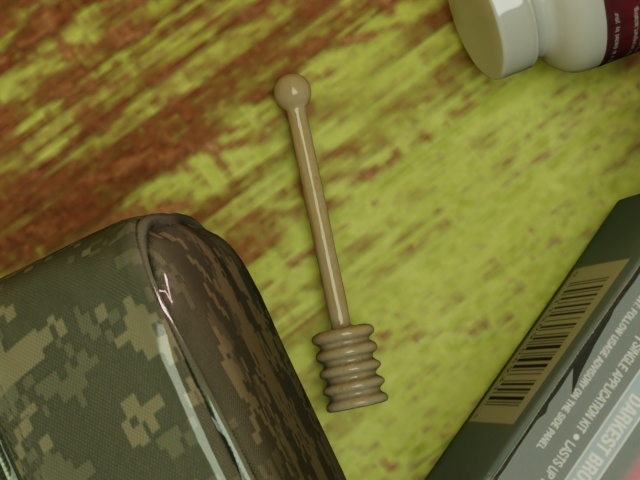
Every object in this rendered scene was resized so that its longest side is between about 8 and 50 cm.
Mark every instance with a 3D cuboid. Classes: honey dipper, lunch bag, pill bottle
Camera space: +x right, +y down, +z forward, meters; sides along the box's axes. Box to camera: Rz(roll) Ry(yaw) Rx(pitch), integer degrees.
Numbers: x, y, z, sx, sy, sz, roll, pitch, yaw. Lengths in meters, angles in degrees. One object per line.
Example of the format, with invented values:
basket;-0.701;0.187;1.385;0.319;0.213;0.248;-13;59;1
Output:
honey dipper;0.000;0.000;0.888;0.030;0.030;0.160;-12;86;-10
lunch bag;-0.107;0.170;0.777;0.256;0.212;0.305;-26;90;6
pill bottle;0.140;-0.130;0.891;0.152;0.086;0.086;-21;90;-11

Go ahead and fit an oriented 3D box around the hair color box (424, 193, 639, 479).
hair color box;0.250;0.159;0.877;0.374;0.113;0.185;37;81;-6
